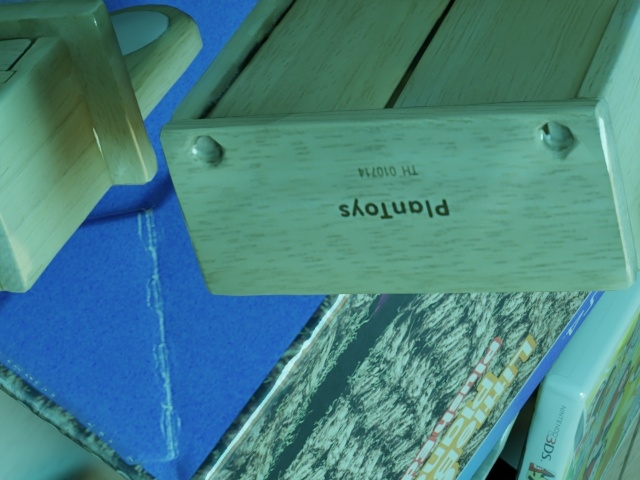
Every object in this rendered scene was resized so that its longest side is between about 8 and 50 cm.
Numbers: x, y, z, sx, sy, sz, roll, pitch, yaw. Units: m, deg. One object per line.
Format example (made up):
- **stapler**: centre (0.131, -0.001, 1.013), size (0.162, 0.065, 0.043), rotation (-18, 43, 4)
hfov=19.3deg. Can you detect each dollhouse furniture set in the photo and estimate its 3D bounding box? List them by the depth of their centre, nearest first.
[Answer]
- **dollhouse furniture set**: centre (-0.011, -0.182, 0.408), size (0.174, 0.303, 0.355), rotation (-60, 140, -51)

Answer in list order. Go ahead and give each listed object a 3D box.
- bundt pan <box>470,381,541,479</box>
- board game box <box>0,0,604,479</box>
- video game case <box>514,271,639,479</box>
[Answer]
- **bundt pan**: centre (0.047, 0.127, 0.999), size (0.331, 0.124, 0.331), rotation (-56, 160, -31)
- **board game box**: centre (0.000, 0.000, 0.711), size (0.232, 0.141, 0.291), rotation (-53, 160, -8)
- **video game case**: centre (0.149, 0.074, 0.981), size (0.227, 0.026, 0.206), rotation (-51, 158, -42)
